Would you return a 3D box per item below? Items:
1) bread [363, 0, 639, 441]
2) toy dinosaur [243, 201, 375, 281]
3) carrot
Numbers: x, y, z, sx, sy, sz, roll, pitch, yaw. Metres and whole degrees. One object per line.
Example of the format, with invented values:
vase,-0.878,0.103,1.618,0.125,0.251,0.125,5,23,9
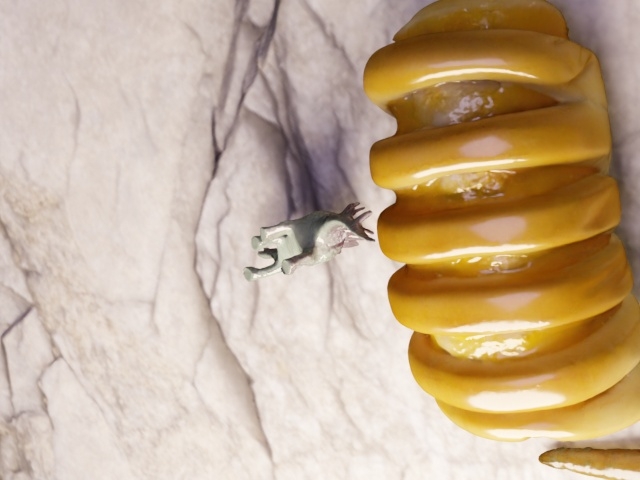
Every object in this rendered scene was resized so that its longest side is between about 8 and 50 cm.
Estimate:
bread,0.117,-0.011,0.842,0.173,0.121,0.311,-6,103,33
toy dinosaur,-0.001,-0.002,0.920,0.209,0.082,0.039,-13,94,68
carrot,0.269,0.164,0.867,0.254,0.049,0.049,-1,107,35
